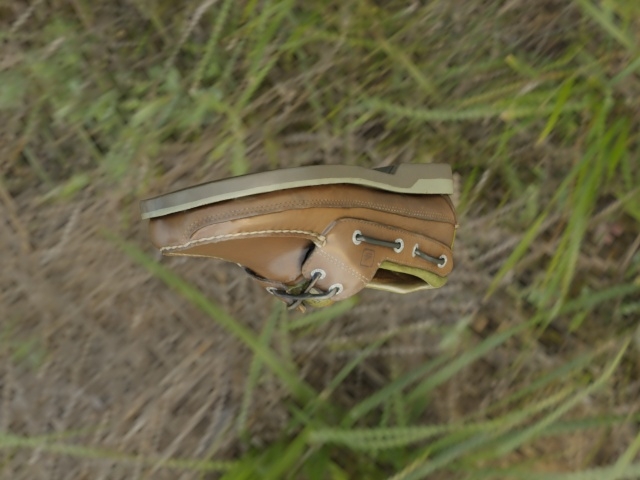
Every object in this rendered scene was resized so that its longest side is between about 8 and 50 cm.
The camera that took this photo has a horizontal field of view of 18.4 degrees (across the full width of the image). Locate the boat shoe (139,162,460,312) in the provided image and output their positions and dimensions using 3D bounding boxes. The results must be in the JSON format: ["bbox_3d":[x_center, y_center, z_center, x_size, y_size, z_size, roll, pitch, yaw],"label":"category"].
[{"bbox_3d":[0.000,0.000,1.471,0.111,0.307,0.104,-8,88,46],"label":"boat shoe"}]
